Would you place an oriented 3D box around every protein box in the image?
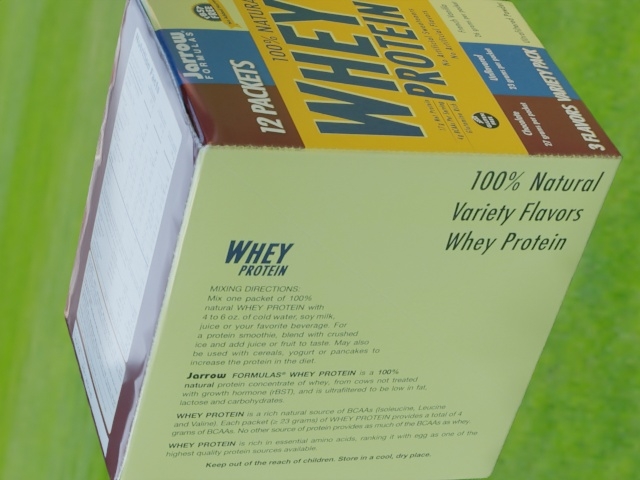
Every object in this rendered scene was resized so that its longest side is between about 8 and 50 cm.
[{"bbox_3d":[0.000,0.000,0.835,0.136,0.200,0.201,-115,33,-47],"label":"protein box"}]
